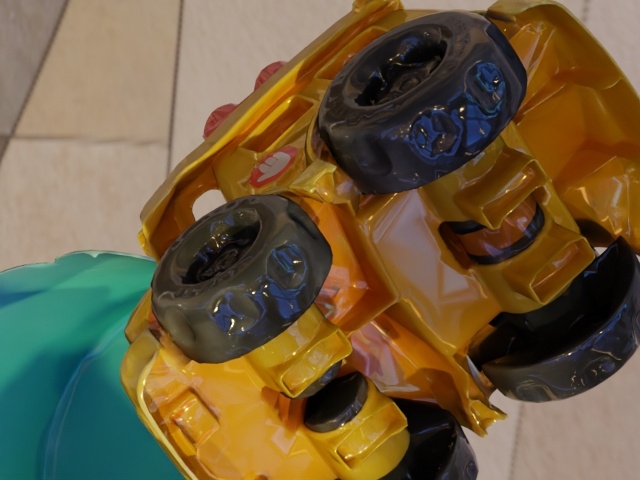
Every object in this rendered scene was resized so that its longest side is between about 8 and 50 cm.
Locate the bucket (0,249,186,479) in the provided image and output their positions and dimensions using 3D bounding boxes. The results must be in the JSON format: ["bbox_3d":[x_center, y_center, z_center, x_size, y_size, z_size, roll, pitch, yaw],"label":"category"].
[{"bbox_3d":[-0.078,0.136,1.019,0.281,0.183,0.281,0,89,17],"label":"bucket"}]

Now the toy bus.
[{"bbox_3d":[0.000,0.000,0.786,0.220,0.211,0.149,-43,123,-12],"label":"toy bus"}]
